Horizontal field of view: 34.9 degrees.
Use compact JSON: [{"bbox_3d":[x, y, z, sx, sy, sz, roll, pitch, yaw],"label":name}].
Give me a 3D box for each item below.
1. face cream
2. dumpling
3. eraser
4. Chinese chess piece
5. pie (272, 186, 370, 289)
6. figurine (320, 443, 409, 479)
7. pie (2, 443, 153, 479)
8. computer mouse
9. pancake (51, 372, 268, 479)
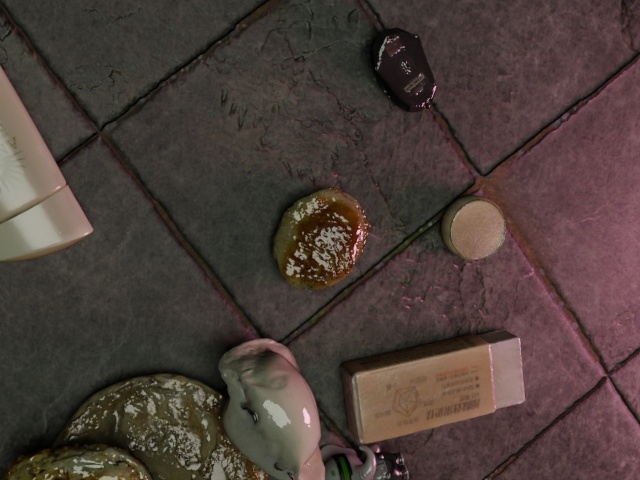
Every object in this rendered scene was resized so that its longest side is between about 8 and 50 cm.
[{"bbox_3d":[-0.520,-0.122,1.618,0.174,0.081,0.348,-29,106,-10],"label":"face cream"},{"bbox_3d":[-0.074,0.299,1.777,0.175,0.227,0.243,6,110,15],"label":"dumpling"},{"bbox_3d":[0.214,0.269,1.914,0.344,0.078,0.144,-10,103,-16],"label":"eraser"},{"bbox_3d":[0.284,-0.024,1.898,0.122,0.051,0.122,-4,103,-17],"label":"Chinese chess piece"},{"bbox_3d":[0.000,0.000,1.803,0.163,0.079,0.193,24,92,-16],"label":"pie"},{"bbox_3d":[0.065,0.439,1.883,0.193,0.126,0.147,-12,68,-8],"label":"figurine"},{"bbox_3d":[-0.396,0.464,1.686,0.308,0.085,0.308,-2,101,-11],"label":"pie"},{"bbox_3d":[0.143,-0.302,1.804,0.099,0.057,0.172,-40,120,-9],"label":"computer mouse"},{"bbox_3d":[-0.287,0.415,1.786,0.387,0.082,0.386,-2,97,-12],"label":"pancake"}]
